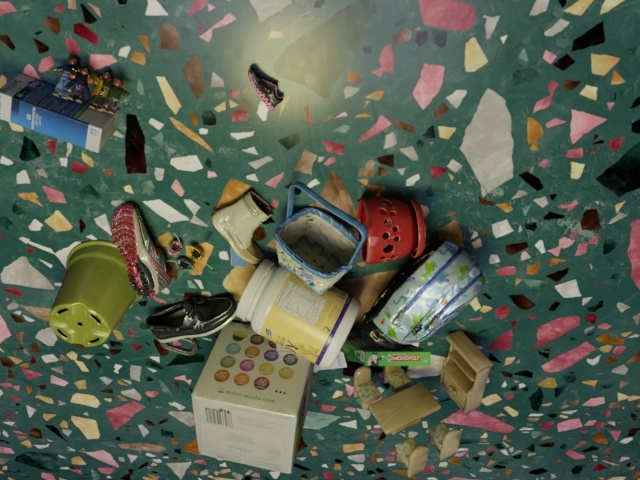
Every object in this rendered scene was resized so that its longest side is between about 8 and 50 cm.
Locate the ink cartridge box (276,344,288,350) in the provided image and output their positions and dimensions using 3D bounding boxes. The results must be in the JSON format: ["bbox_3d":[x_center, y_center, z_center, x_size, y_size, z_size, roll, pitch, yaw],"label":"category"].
[{"bbox_3d":[-0.088,0.295,1.774,0.109,0.150,0.063,5,149,-1],"label":"ink cartridge box"}]

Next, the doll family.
[{"bbox_3d":[-0.582,-0.394,1.329,0.193,0.076,0.111,17,90,-20],"label":"doll family"}]

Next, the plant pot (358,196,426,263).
[{"bbox_3d":[0.202,-0.034,1.512,0.174,0.191,0.191,-6,126,-4],"label":"plant pot"}]

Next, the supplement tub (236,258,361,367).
[{"bbox_3d":[-0.067,0.220,1.637,0.331,0.241,0.241,26,125,5],"label":"supplement tub"}]

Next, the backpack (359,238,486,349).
[{"bbox_3d":[0.321,0.158,1.595,0.273,0.290,0.355,32,112,21],"label":"backpack"}]

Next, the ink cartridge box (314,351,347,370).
[{"bbox_3d":[-0.028,0.385,1.908,0.224,0.045,0.223,-8,125,8],"label":"ink cartridge box"}]

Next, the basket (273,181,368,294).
[{"bbox_3d":[0.000,0.000,1.496,0.255,0.201,0.289,36,137,20],"label":"basket"}]

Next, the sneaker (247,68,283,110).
[{"bbox_3d":[-0.139,-0.394,1.352,0.057,0.047,0.119,-34,123,7],"label":"sneaker"}]

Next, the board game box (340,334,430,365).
[{"bbox_3d":[0.187,0.352,1.712,0.213,0.317,0.046,3,88,-17],"label":"board game box"}]

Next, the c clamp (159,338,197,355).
[{"bbox_3d":[-0.521,0.367,1.929,0.160,0.022,0.137,25,123,-14],"label":"c clamp"}]

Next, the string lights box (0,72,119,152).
[{"bbox_3d":[-0.673,-0.330,1.358,0.259,0.133,0.077,19,125,-11],"label":"string lights box"}]

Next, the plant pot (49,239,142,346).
[{"bbox_3d":[-0.710,0.182,1.660,0.276,0.254,0.276,1,126,1],"label":"plant pot"}]

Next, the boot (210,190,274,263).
[{"bbox_3d":[-0.204,-0.036,1.591,0.165,0.077,0.213,-29,117,19],"label":"boot"}]

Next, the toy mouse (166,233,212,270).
[{"bbox_3d":[-0.441,0.045,1.684,0.143,0.031,0.161,-20,120,24],"label":"toy mouse"}]

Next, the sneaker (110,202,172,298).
[{"bbox_3d":[-0.553,0.026,1.634,0.121,0.112,0.299,5,115,35],"label":"sneaker"}]

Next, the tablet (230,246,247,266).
[{"bbox_3d":[-0.261,0.050,1.698,0.054,0.006,0.083,5,125,-1],"label":"tablet"}]

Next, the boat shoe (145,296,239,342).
[{"bbox_3d":[-0.440,0.248,1.776,0.340,0.127,0.113,-15,133,21],"label":"boat shoe"}]

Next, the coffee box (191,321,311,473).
[{"bbox_3d":[-0.215,0.532,1.817,0.337,0.334,0.338,10,128,7],"label":"coffee box"}]

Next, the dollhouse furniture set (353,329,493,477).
[{"bbox_3d":[0.364,0.516,1.813,0.394,0.362,0.256,-17,130,-20],"label":"dollhouse furniture set"}]
